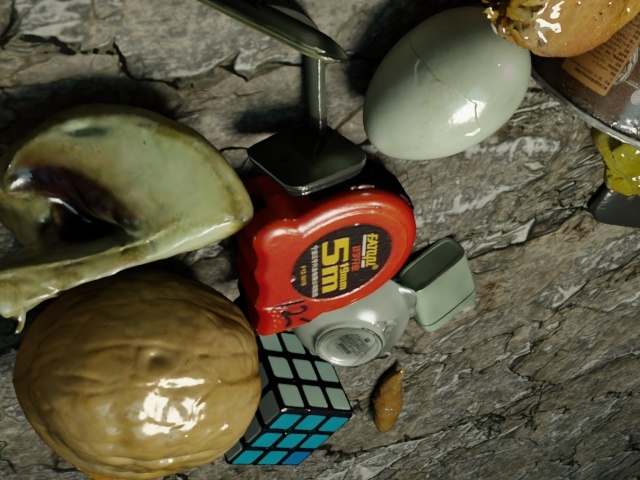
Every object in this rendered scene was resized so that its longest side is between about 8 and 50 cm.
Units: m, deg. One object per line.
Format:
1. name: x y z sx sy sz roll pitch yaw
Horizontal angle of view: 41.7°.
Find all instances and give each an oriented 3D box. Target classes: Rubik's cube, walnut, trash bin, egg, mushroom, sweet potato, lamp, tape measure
1. Rubik's cube: -0.073 0.255 1.360 0.162 0.163 0.160 13 130 -43
2. walnut: -0.231 0.168 1.078 0.312 0.277 0.252 5 115 -28
3. trash bin: 0.189 0.072 1.350 0.116 0.059 0.130 -39 143 -9
4. egg: 0.140 -0.173 0.959 0.209 0.151 0.151 -37 141 19
5. mushroom: -0.248 -0.036 0.950 0.292 0.212 0.217 -33 -172 -7
6. sweet potato: 0.133 0.305 1.623 0.068 0.060 0.206 -47 157 -37
7. lamp: -0.010 -0.152 0.874 0.124 0.203 0.283 -37 142 -15
8. tape measure: 0.000 -0.001 1.128 0.260 0.114 0.253 -17 143 -15

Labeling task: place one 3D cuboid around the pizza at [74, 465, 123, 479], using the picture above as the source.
1. pizza: -0.327 0.320 1.371 0.182 0.074 0.365 -17 142 -7

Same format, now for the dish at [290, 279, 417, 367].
1. dish: 0.047 0.144 1.301 0.224 0.078 0.246 -11 136 12

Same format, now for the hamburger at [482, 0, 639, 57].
1. hamburger: 0.224 -0.320 0.776 0.245 0.211 0.260 -42 146 11

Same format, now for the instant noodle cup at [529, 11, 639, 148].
1. instant noodle cup: 0.378 -0.243 0.971 0.217 0.217 0.207 6 128 -34

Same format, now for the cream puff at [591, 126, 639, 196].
1. cream puff: 0.525 -0.139 1.168 0.281 0.185 0.282 -6 136 -6

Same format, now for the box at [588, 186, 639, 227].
1. box: 0.563 -0.096 1.377 0.212 0.042 0.201 5 136 -31
